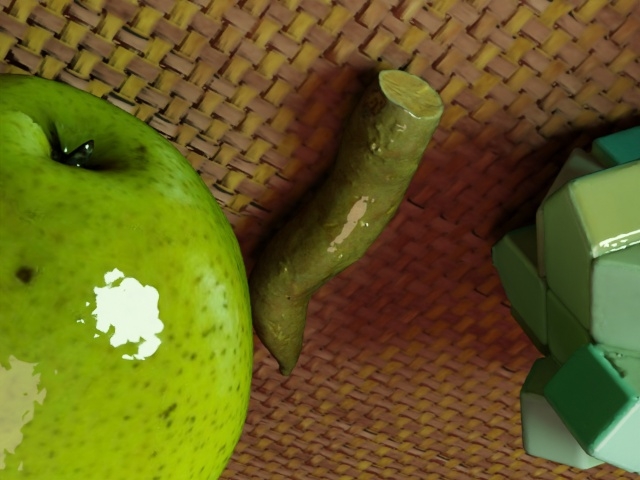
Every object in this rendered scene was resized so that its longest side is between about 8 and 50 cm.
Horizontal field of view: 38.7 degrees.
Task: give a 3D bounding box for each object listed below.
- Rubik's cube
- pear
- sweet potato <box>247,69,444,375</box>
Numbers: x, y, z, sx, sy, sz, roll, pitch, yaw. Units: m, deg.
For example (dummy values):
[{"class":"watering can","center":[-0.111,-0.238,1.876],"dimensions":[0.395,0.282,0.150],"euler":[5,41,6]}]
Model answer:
[{"class":"Rubik's cube","center":[0.224,0.050,0.605],"dimensions":[0.213,0.224,0.265],"euler":[-18,131,-8]},{"class":"pear","center":[-0.174,0.046,0.513],"dimensions":[0.294,0.294,0.294],"euler":[-3,135,-3]},{"class":"sweet potato","center":[0.000,0.000,0.636],"dimensions":[0.067,0.059,0.281],"euler":[-1,141,-36]}]
